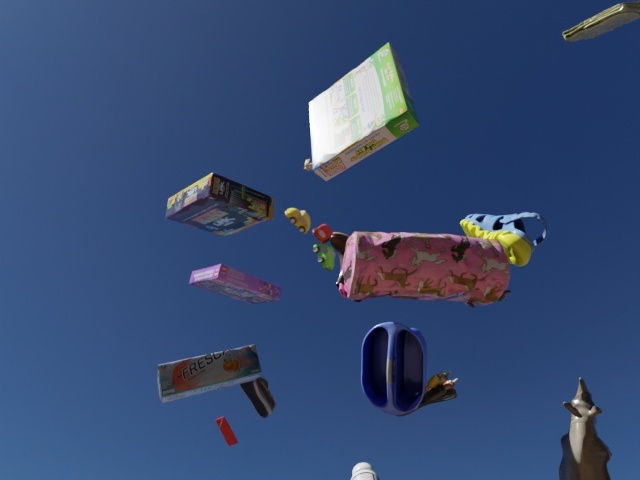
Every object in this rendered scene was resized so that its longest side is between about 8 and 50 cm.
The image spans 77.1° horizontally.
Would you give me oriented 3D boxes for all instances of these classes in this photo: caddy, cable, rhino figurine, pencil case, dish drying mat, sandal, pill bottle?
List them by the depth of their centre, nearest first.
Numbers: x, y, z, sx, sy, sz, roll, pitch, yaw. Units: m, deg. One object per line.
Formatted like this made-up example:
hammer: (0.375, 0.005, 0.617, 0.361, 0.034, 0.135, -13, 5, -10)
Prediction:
rhino figurine: (0.442, 0.356, 0.671, 0.073, 0.243, 0.106, -2, -10, 41)
pill bottle: (0.097, 0.527, 0.837, 0.067, 0.120, 0.067, 0, -81, -2)
pencil case: (0.238, 0.069, 0.950, 0.386, 0.167, 0.160, 4, -22, -6)
dish drying mat: (-0.261, 0.532, 1.116, 0.032, 0.008, 0.083, -25, -87, 13)
sandal: (0.515, -0.023, 1.131, 0.138, 0.317, 0.126, -38, -73, -1)
caddy: (0.282, 0.478, 1.528, 0.241, 0.179, 0.341, 0, -92, 24)
cable: (0.414, 0.607, 1.571, 0.139, 0.072, 0.287, 33, -59, -27)

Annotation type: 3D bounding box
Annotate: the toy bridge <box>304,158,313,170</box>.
toy bridge: (0.035, -0.242, 1.188, 0.188, 0.063, 0.026, -16, -56, 20)

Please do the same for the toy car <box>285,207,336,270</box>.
toy car: (0.000, 0.000, 1.308, 0.053, 0.225, 0.239, -39, -38, 17)

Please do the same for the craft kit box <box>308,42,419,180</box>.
craft kit box: (0.085, -0.294, 0.920, 0.246, 0.250, 0.061, -29, -42, 32)

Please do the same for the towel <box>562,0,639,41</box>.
towel: (0.549, -0.418, 0.772, 0.110, 0.148, 0.027, -9, -78, 57)

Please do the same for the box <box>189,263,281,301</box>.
box: (-0.326, 0.176, 1.554, 0.201, 0.057, 0.293, -15, -32, 42)

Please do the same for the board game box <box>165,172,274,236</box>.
board game box: (-0.198, -0.063, 0.788, 0.141, 0.048, 0.170, 18, -25, -42)

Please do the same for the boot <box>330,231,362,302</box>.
boot: (0.105, 0.098, 1.571, 0.248, 0.207, 0.090, 41, -47, -6)

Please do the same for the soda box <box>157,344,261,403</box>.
soda box: (-0.210, 0.251, 0.760, 0.183, 0.058, 0.063, -7, -29, -26)

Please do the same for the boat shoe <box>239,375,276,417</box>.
boat shoe: (-0.207, 0.479, 1.307, 0.066, 0.066, 0.183, -31, -96, 29)
